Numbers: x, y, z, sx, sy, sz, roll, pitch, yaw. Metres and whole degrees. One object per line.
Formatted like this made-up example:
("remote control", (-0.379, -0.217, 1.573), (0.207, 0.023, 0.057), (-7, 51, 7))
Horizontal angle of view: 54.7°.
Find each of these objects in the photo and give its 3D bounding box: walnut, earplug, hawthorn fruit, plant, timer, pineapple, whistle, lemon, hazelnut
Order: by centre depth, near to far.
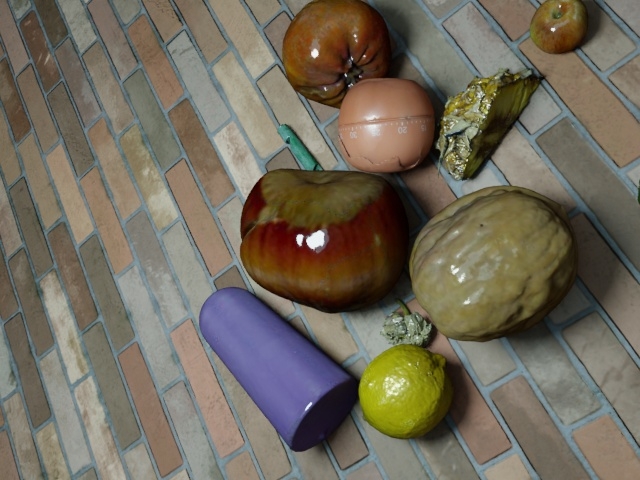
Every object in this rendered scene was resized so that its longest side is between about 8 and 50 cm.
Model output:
("walnut", (0.353, 0.045, 1.251), (0.344, 0.306, 0.306), (-43, 64, 10))
("lemon", (0.182, 0.328, 1.342), (0.231, 0.192, 0.192), (-41, 64, 11))
("pineapple", (0.340, -0.294, 1.409), (0.161, 0.158, 0.335), (40, 99, 28))
("hazelnut", (0.000, 0.000, 1.426), (0.409, 0.359, 0.359), (4, 81, 36))
("plant", (0.200, 0.193, 1.441), (0.116, 0.104, 0.122), (15, 49, -6))
("timer", (0.154, -0.269, 1.459), (0.229, 0.229, 0.215), (6, 101, 28))
("earplug", (-0.130, 0.279, 1.513), (0.456, 0.215, 0.215), (40, 98, 31))
("hawthorn fruit", (0.031, -0.491, 1.561), (0.277, 0.277, 0.298), (-33, 56, 18))
("whistle", (-0.056, -0.241, 1.672), (0.039, 0.039, 0.186), (-42, 65, 13))

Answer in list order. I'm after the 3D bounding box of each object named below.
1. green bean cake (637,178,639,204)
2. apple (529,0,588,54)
("green bean cake", (0.752, -0.056, 1.148), (0.249, 0.156, 0.247), (-25, 68, 21))
("apple", (0.531, -0.481, 1.382), (0.126, 0.102, 0.126), (-6, 76, 27))
